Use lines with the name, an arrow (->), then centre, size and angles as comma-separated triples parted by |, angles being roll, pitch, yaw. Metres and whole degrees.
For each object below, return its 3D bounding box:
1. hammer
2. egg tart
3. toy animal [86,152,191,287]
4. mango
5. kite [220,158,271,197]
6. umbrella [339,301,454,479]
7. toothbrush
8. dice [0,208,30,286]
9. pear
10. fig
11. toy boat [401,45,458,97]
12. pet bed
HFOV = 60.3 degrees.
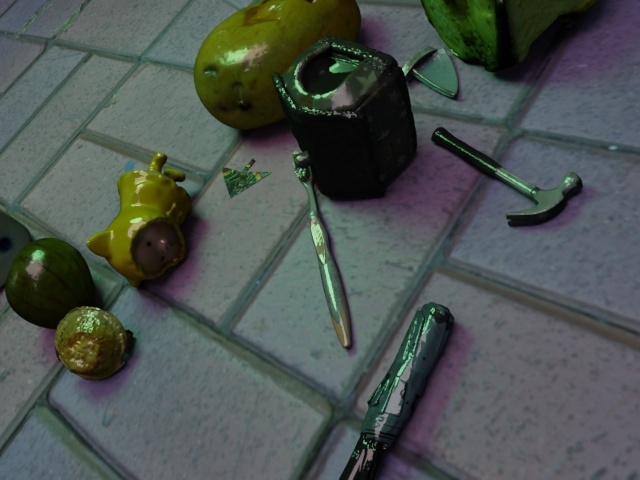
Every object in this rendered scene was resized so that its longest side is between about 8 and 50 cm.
hammer -> 0.245, -0.104, 0.808 | 0.103, 0.029, 0.246 | -43, 49, -5
egg tart -> -0.376, 0.169, 0.887 | 0.129, 0.049, 0.128 | 1, 99, 7
toy animal -> -0.306, -0.041, 0.970 | 0.156, 0.156, 0.229 | -1, 58, 27
mango -> -0.073, -0.359, 1.056 | 0.365, 0.182, 0.253 | -39, 46, -16
kite -> -0.151, -0.118, 1.033 | 0.122, 0.004, 0.090 | 16, 68, 34
umbrella -> 0.092, 0.185, 0.674 | 0.053, 0.052, 0.250 | 20, 69, 35
toothbrush -> 0.000, 0.000, 0.862 | 0.028, 0.037, 0.375 | -25, 54, 15
dice -> -0.747, -0.001, 1.141 | 0.193, 0.192, 0.194 | 21, 72, 37
pear -> 0.321, -0.421, 0.900 | 0.256, 0.164, 0.238 | -35, 40, -5
fig -> -0.425, 0.108, 0.975 | 0.259, 0.151, 0.151 | 32, 75, 4
toy boat -> 0.205, -0.284, 0.951 | 0.096, 0.034, 0.122 | -43, 59, -4
pet bed -> 0.027, -0.176, 0.841 | 0.183, 0.210, 0.159 | 33, 74, 31
